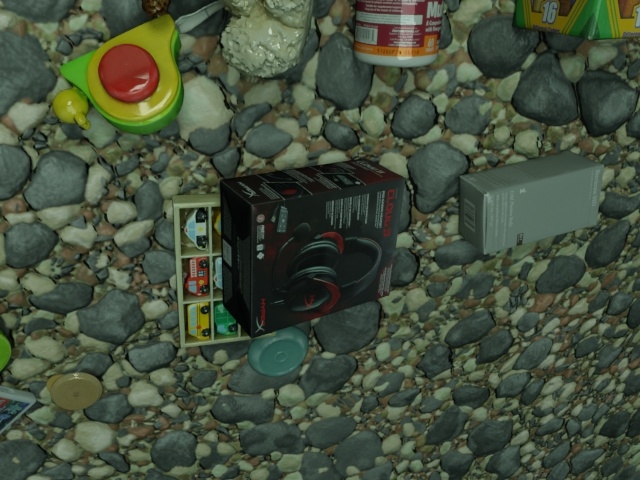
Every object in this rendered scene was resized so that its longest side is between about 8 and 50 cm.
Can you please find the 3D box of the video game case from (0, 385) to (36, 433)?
[{"bbox_3d":[-0.575,0.287,0.834,0.201,0.023,0.183,-42,148,-2],"label":"video game case"}]

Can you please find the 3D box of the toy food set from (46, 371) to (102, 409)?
[{"bbox_3d":[-0.411,0.253,0.930,0.083,0.020,0.082,-13,121,-14],"label":"toy food set"}]

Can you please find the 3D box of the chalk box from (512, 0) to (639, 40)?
[{"bbox_3d":[0.413,-0.442,0.768,0.181,0.179,0.288,-9,120,-16],"label":"chalk box"}]

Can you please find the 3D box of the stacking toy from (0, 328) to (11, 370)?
[{"bbox_3d":[-0.632,0.174,0.786,0.309,0.130,0.280,-52,147,14],"label":"stacking toy"}]

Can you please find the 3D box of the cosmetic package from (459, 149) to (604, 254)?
[{"bbox_3d":[0.377,-0.072,1.000,0.238,0.107,0.127,-14,118,-9],"label":"cosmetic package"}]

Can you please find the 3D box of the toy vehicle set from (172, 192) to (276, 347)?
[{"bbox_3d":[-0.152,0.050,0.908,0.166,0.035,0.266,-5,118,-18],"label":"toy vehicle set"}]

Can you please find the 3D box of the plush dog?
[{"bbox_3d":[-0.102,-0.348,0.610,0.226,0.210,0.262,18,79,4],"label":"plush dog"}]

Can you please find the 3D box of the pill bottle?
[{"bbox_3d":[0.108,-0.354,0.738,0.121,0.121,0.221,-8,119,-17],"label":"pill bottle"}]

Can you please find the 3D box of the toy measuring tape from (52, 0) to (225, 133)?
[{"bbox_3d":[-0.177,-0.223,0.707,0.330,0.121,0.121,-30,123,-10],"label":"toy measuring tape"}]

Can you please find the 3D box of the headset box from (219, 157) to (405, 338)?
[{"bbox_3d":[0.000,0.000,0.863,0.294,0.110,0.217,-12,121,-31],"label":"headset box"}]

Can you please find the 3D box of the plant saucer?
[{"bbox_3d":[-0.076,0.212,1.031,0.120,0.021,0.119,-9,120,-15],"label":"plant saucer"}]
